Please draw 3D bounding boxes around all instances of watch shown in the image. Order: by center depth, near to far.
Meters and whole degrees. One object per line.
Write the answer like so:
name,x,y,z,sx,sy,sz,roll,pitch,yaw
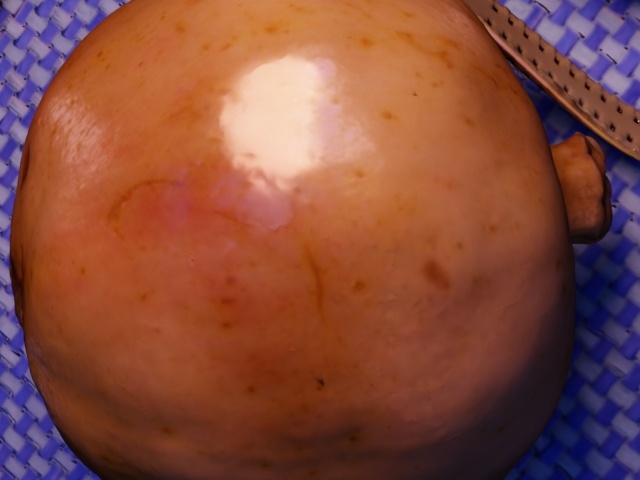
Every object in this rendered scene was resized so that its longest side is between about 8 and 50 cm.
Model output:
watch,0.214,-0.137,1.274,0.268,0.102,0.165,35,135,-6

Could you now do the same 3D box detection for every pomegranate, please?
pomegranate,0.000,0.000,1.252,0.411,0.411,0.411,-3,81,22
